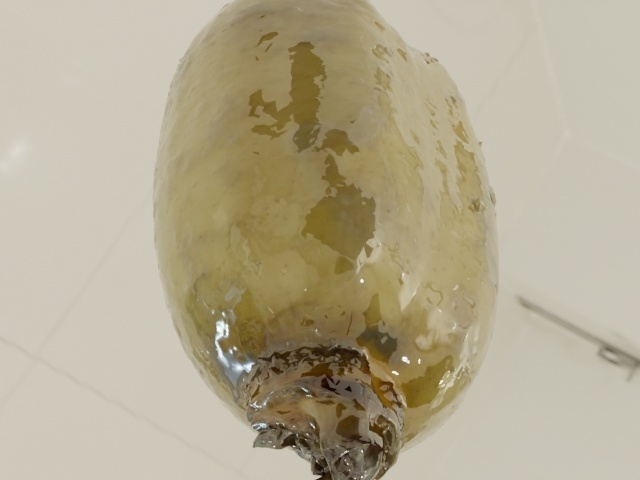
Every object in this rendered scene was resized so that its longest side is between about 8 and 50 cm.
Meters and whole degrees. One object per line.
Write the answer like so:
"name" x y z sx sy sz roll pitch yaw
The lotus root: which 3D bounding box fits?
"lotus root" 0.000 0.000 0.717 0.169 0.342 0.151 37 120 -27
